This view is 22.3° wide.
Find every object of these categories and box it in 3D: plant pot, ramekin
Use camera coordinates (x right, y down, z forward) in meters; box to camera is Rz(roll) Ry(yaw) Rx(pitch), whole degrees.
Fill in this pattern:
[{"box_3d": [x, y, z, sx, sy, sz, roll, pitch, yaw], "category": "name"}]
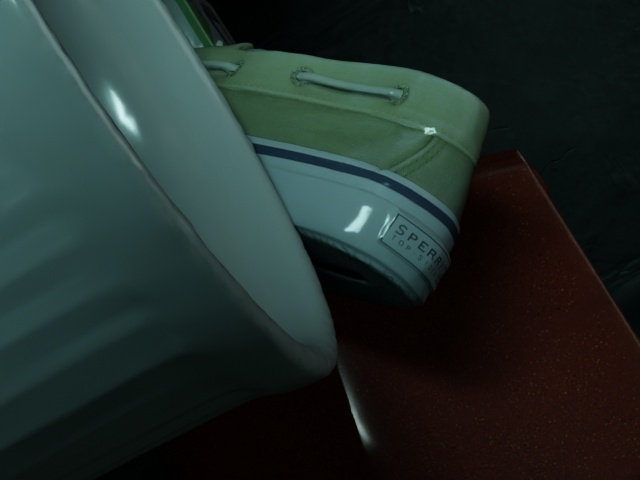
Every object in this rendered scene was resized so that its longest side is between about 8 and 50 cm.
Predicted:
[{"box_3d": [0.065, 0.096, 0.911, 0.267, 0.235, 0.267, 59, 6, 13], "category": "plant pot"}, {"box_3d": [-0.121, -0.039, 0.563, 0.277, 0.135, 0.277, 57, 7, -10], "category": "ramekin"}]

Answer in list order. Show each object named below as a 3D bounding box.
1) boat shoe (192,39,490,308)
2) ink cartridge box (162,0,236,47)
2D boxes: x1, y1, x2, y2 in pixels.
[{"box_3d": [-0.046, -0.046, 0.775, 0.302, 0.094, 0.109, 18, -20, 38], "category": "boat shoe"}, {"box_3d": [-0.107, -0.129, 1.362, 0.154, 0.093, 0.212, 58, 4, 4], "category": "ink cartridge box"}]
